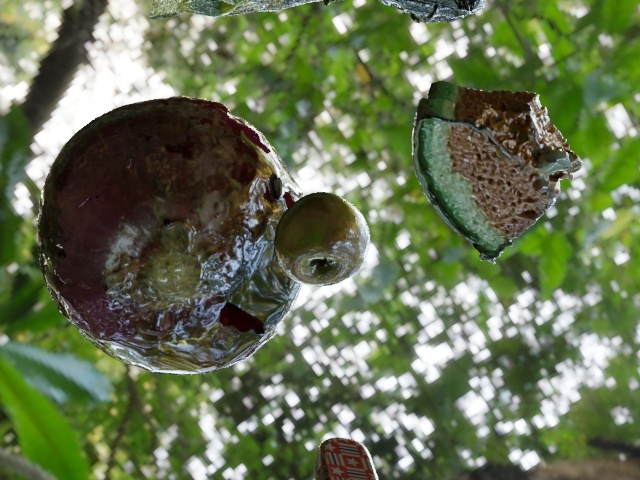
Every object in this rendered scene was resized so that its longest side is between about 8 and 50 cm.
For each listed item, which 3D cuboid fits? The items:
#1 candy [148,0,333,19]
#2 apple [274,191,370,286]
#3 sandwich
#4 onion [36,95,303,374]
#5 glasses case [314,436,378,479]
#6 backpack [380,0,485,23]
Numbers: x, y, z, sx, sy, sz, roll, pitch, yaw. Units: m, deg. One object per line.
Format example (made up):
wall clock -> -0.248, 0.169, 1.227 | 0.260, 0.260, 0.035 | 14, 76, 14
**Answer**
candy -> -0.082, -0.364, 2.005 | 0.297, 0.081, 0.187 | -10, 160, -13
apple -> 0.000, 0.000, 1.350 | 0.090, 0.089, 0.074 | -30, -136, 8
sandwich -> 0.232, -0.116, 2.039 | 0.212, 0.292, 0.109 | -27, -143, 32
onion -> -0.185, -0.024, 1.838 | 0.348, 0.347, 0.385 | -32, -158, 3
glasses case -> 0.033, 0.299, 1.716 | 0.194, 0.073, 0.049 | -107, -147, -62
backpack -> 0.169, -0.445, 2.331 | 0.258, 0.206, 0.133 | 0, -167, -38
